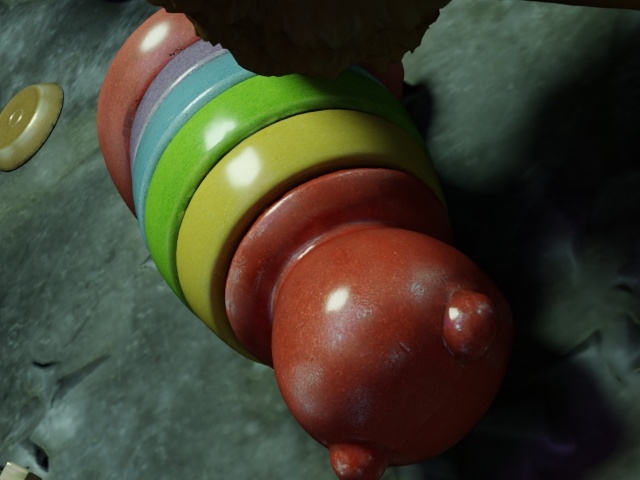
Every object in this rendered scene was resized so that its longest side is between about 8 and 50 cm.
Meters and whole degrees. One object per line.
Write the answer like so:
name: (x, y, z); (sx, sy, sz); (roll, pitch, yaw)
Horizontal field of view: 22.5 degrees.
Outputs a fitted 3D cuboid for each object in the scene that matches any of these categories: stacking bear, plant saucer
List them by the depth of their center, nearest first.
stacking bear: (0.000, 0.000, 0.806); (0.175, 0.164, 0.289); (-47, 39, 10)
plant saucer: (-0.239, -0.095, 1.288); (0.083, 0.015, 0.083); (-31, 41, 31)

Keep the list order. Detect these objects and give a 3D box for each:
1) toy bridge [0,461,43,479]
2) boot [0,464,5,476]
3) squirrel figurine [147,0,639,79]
toy bridge: (-0.179, 0.157, 0.905); (0.188, 0.026, 0.063); (22, 76, 19)
boot: (-0.282, 0.232, 0.874); (0.118, 0.222, 0.338); (-30, 41, 32)
squirrel figurine: (0.063, -0.253, 0.690); (0.397, 0.281, 0.370); (-35, 32, 22)
